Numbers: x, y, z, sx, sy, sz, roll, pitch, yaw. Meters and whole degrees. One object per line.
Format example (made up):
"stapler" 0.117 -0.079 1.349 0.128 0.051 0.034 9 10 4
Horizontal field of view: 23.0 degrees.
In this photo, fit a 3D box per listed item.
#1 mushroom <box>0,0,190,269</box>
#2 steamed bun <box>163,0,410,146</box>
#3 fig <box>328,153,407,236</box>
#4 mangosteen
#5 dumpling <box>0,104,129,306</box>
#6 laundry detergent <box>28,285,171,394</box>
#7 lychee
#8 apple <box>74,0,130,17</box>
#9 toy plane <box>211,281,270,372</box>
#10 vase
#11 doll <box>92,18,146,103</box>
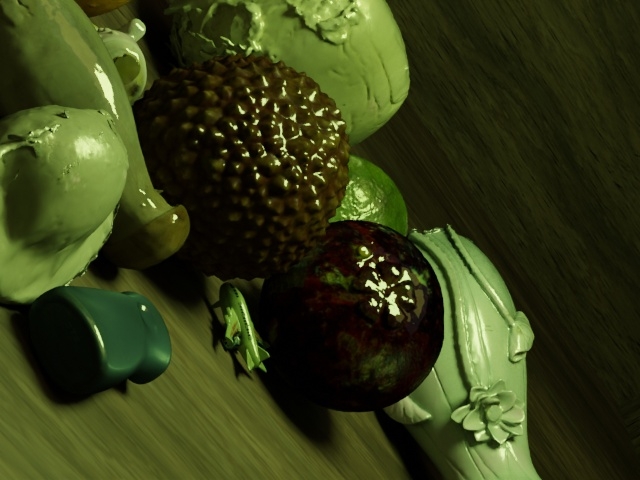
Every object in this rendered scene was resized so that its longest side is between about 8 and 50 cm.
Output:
"mushroom" -0.244 -0.128 1.540 0.350 0.128 0.128 61 13 -12
"steamed bun" -0.052 -0.244 2.169 0.334 0.233 0.312 21 -33 46
"fig" 0.000 0.000 2.117 0.203 0.203 0.235 54 44 -21
"mangosteen" 0.024 0.092 1.913 0.231 0.231 0.289 57 -19 -8
"dumpling" -0.241 -0.028 1.344 0.247 0.142 0.173 -27 118 -63
"laundry detergent" -0.188 0.086 1.413 0.097 0.061 0.206 56 12 9
"lychee" -0.103 -0.082 1.715 0.267 0.267 0.267 54 14 -21
"apple" -0.271 -0.384 1.659 0.299 0.299 0.275 61 -2 7
"toy plane" -0.091 0.100 1.774 0.111 0.040 0.102 62 12 16
"vase" 0.197 0.216 2.198 0.250 0.250 0.445 40 27 -55
"doll" -0.242 -0.192 1.691 0.081 0.129 0.207 44 -3 -31
